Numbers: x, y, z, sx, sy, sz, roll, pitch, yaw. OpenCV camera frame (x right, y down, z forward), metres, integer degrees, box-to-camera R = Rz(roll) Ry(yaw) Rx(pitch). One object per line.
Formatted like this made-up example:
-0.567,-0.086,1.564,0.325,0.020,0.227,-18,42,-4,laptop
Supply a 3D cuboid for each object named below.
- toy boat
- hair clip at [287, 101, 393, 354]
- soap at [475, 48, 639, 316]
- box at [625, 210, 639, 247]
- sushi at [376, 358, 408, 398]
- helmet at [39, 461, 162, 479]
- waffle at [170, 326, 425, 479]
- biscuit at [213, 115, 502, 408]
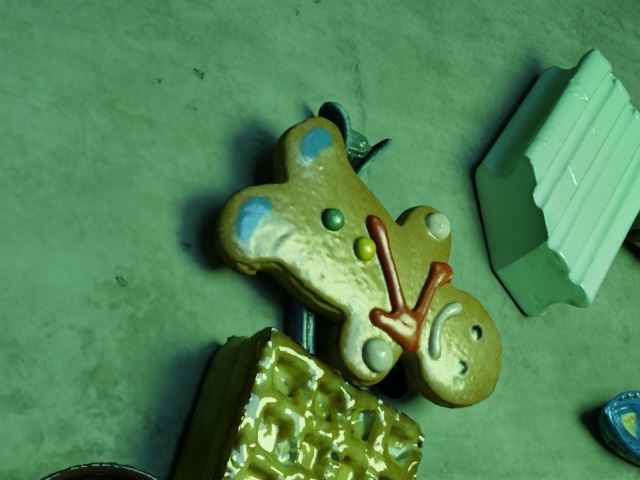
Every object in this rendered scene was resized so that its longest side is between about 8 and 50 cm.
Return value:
0.384,0.209,1.444,0.175,0.110,0.091,22,61,-36,toy boat
0.000,0.000,1.198,0.083,0.048,0.275,34,59,-30,hair clip
0.278,-0.069,1.450,0.173,0.095,0.289,53,47,-18,soap
0.449,-0.028,1.571,0.135,0.151,0.151,29,57,-25,box
0.057,0.110,1.219,0.083,0.044,0.046,62,23,-11,sushi
-0.164,0.249,0.892,0.155,0.106,0.175,10,69,-17,helmet
-0.031,0.246,1.040,0.213,0.091,0.308,37,54,-30,waffle
0.059,0.034,1.177,0.324,0.049,0.205,48,54,-18,biscuit
